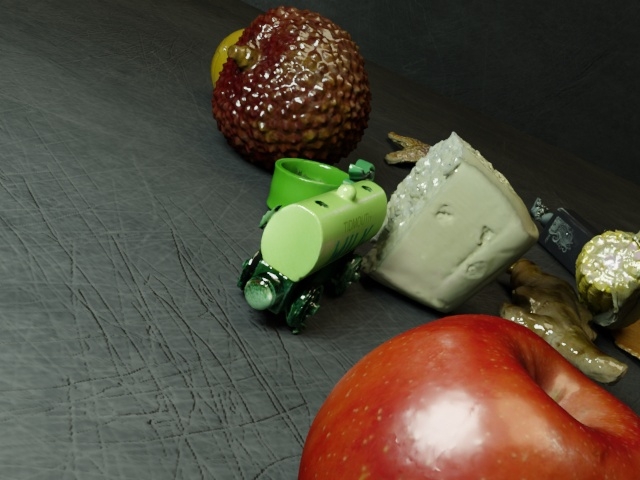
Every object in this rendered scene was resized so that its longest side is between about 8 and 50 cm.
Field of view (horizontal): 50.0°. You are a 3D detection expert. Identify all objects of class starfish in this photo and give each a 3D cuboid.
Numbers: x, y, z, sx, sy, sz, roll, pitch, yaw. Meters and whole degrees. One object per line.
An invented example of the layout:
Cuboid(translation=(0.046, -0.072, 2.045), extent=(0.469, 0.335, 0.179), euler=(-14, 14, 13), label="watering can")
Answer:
Cuboid(translation=(0.270, -0.197, 1.660), extent=(0.299, 0.060, 0.302), euler=(14, 25, -22), label="starfish")

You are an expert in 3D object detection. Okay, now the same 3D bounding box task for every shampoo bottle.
Cuboid(translation=(0.547, 0.010, 1.466), extent=(0.071, 0.098, 0.309), euler=(10, 27, -25), label="shampoo bottle")

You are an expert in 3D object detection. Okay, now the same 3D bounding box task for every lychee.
Cuboid(translation=(-0.042, -0.248, 1.151), extent=(0.304, 0.275, 0.276), euler=(28, 14, -51), label="lychee")

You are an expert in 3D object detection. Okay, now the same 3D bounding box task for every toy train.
Cuboid(translation=(0.000, 0.000, 0.814), extent=(0.105, 0.157, 0.253), euler=(34, 24, 15), label="toy train")

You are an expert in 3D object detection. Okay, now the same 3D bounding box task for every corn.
Cuboid(translation=(0.483, 0.068, 1.116), extent=(0.122, 0.123, 0.305), euler=(65, 13, 24), label="corn")

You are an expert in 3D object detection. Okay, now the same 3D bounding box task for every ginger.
Cuboid(translation=(0.350, 0.115, 1.061), extent=(0.166, 0.080, 0.333), euler=(16, 24, 5), label="ginger")

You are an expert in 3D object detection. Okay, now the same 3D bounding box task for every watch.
Cuboid(translation=(-0.006, -0.073, 1.021), extent=(0.152, 0.131, 0.165), euler=(21, 22, 13), label="watch")

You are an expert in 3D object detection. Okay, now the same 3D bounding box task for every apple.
Cuboid(translation=(0.113, 0.178, 0.487), extent=(0.260, 0.216, 0.260), euler=(25, 20, -10), label="apple")

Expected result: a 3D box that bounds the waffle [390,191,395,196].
Cuboid(translation=(0.231, -0.020, 1.240), extent=(0.204, 0.054, 0.223), euler=(10, 25, -10), label="waffle")

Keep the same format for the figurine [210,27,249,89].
Cuboid(translation=(-0.111, -0.335, 1.386), extent=(0.167, 0.192, 0.257), euler=(48, 22, 16), label="figurine")

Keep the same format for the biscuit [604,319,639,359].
Cuboid(translation=(0.635, 0.192, 1.199), extent=(0.232, 0.013, 0.237), euler=(-9, 29, -37), label="biscuit")

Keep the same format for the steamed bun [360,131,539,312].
Cuboid(translation=(0.167, -0.018, 0.968), extent=(0.200, 0.225, 0.170), euler=(39, 21, -18), label="steamed bun")
